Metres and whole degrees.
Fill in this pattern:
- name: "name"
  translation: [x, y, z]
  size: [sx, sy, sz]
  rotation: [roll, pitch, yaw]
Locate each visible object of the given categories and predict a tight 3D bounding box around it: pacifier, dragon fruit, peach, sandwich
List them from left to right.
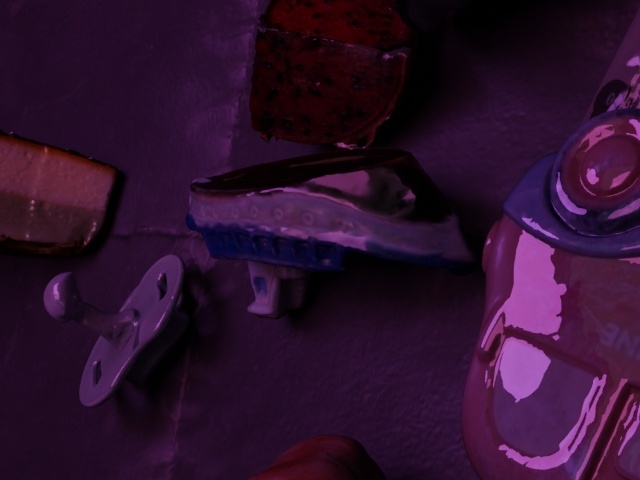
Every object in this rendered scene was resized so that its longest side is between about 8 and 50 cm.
- name: "sandwich"
  translation: [-0.317, -0.044, 1.235]
  size: [0.186, 0.220, 0.108]
  rotation: [155, 127, -78]
- name: "pacifier"
  translation: [-0.177, 0.061, 1.059]
  size: [0.150, 0.117, 0.126]
  rotation: [-50, 22, 21]
- name: "peach"
  translation: [-0.007, 0.212, 0.833]
  size: [0.152, 0.152, 0.152]
  rotation: [-17, 63, 37]
- name: "dragon fruit"
  translation: [0.021, -0.158, 0.993]
  size: [0.121, 0.127, 0.161]
  rotation: [16, 53, 5]

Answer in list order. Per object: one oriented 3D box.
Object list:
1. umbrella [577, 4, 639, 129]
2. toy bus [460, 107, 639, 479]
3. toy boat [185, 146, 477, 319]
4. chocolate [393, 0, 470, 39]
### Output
- name: "umbrella"
  translation: [0.234, -0.140, 0.786]
  size: [0.067, 0.073, 0.337]
  rotation: [27, 92, 25]
- name: "toy bus"
  translation: [0.196, 0.091, 0.620]
  size: [0.294, 0.197, 0.231]
  rotation: [24, 81, 43]
- name: "toy boat"
  translation: [0.000, 0.000, 0.931]
  size: [0.262, 0.114, 0.115]
  rotation: [-4, 107, 42]
- name: "chocolate"
  translation: [0.124, -0.247, 0.863]
  size: [0.147, 0.221, 0.221]
  rotation: [-4, 71, 26]
